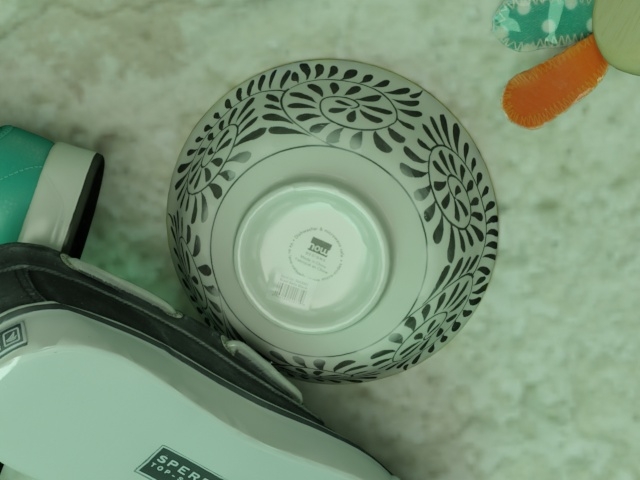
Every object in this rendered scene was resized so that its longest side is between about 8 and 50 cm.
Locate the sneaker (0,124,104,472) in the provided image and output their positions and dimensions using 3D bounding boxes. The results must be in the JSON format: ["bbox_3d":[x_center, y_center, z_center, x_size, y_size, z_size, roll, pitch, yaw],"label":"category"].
[{"bbox_3d":[-0.238,0.065,0.959,0.178,0.124,0.295,21,97,-3],"label":"sneaker"}]

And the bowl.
[{"bbox_3d":[0.000,0.000,0.939,0.170,0.080,0.170,2,102,8],"label":"bowl"}]

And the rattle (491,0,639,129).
[{"bbox_3d":[0.191,-0.125,0.912,0.130,0.143,0.199,49,124,28],"label":"rattle"}]

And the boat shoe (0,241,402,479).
[{"bbox_3d":[-0.052,0.097,0.934,0.108,0.102,0.301,-42,127,21],"label":"boat shoe"}]
